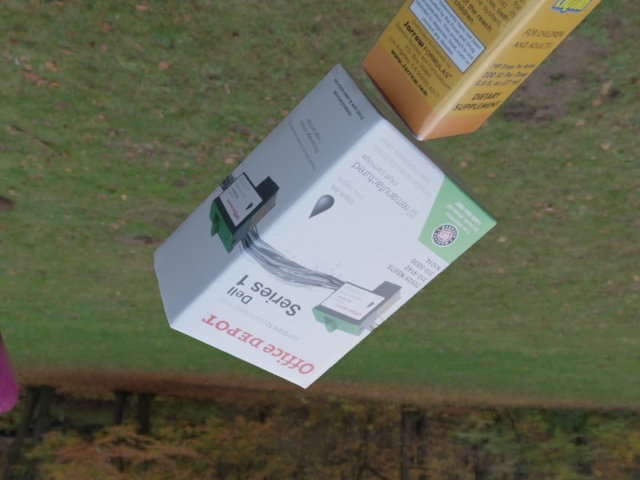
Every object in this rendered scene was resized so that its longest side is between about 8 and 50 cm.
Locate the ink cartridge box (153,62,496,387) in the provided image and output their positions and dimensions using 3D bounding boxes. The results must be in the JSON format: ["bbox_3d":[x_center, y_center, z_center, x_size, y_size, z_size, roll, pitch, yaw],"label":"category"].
[{"bbox_3d":[0.000,0.000,0.558,0.219,0.092,0.160,-44,131,15],"label":"ink cartridge box"}]

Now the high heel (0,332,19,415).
[{"bbox_3d":[-0.282,0.001,0.554,0.127,0.181,0.377,33,153,25],"label":"high heel"}]

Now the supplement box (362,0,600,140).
[{"bbox_3d":[0.128,-0.167,0.434,0.078,0.080,0.233,-15,154,-44],"label":"supplement box"}]
